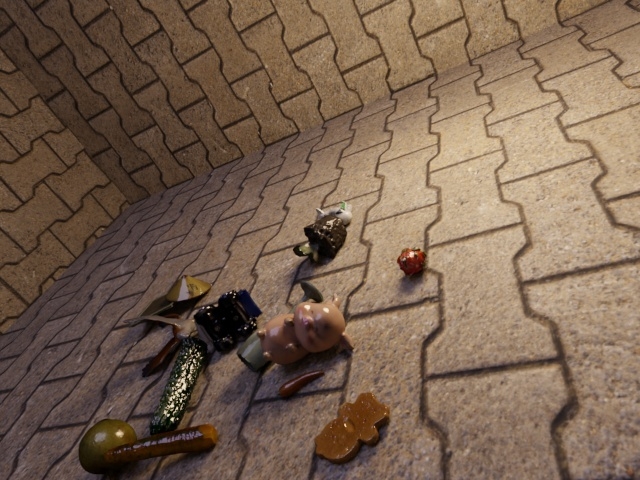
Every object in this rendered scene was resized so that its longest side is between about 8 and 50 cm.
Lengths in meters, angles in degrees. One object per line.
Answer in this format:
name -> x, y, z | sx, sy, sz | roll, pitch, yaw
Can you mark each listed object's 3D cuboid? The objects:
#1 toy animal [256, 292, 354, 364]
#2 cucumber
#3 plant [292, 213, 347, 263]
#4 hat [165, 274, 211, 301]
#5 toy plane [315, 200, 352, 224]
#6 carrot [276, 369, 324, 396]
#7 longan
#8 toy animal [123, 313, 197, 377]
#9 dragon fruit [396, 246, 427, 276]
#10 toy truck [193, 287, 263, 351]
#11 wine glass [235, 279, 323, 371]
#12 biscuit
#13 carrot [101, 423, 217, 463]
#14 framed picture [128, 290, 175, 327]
toy animal -> -0.047, 0.262, 1.260 | 0.251, 0.166, 0.154 | -20, -11, 10
cucumber -> -0.433, 0.454, 1.378 | 0.096, 0.096, 0.359 | -23, 29, 15
plant -> 0.000, 0.000, 1.658 | 0.143, 0.131, 0.203 | 6, 47, 44
hat -> -0.566, 0.183, 1.891 | 0.193, 0.082, 0.193 | -7, 17, 2
toy plane -> 0.056, -0.100, 1.822 | 0.174, 0.080, 0.174 | -21, 30, 13
carrot -> -0.056, 0.380, 1.200 | 0.142, 0.035, 0.035 | -28, 28, -5
longan -> -0.603, 0.598, 1.272 | 0.155, 0.145, 0.175 | -32, 62, 40
toy animal -> -0.535, 0.337, 1.687 | 0.303, 0.224, 0.284 | -12, 10, 7
dragon fruit -> 0.278, 0.059, 1.350 | 0.086, 0.080, 0.116 | -19, 6, 24
toy truck -> -0.318, 0.261, 1.547 | 0.213, 0.161, 0.177 | -33, 8, -2
wine glass -> -0.160, 0.277, 1.461 | 0.309, 0.096, 0.264 | -46, 11, -25
biscuit -> 0.074, 0.424, 1.006 | 0.184, 0.027, 0.134 | -46, 32, -24
carrot -> -0.431, 0.550, 1.191 | 0.315, 0.066, 0.066 | -14, 30, 3
framed picture -> -0.689, 0.274, 1.941 | 0.217, 0.017, 0.274 | -26, 15, 8
